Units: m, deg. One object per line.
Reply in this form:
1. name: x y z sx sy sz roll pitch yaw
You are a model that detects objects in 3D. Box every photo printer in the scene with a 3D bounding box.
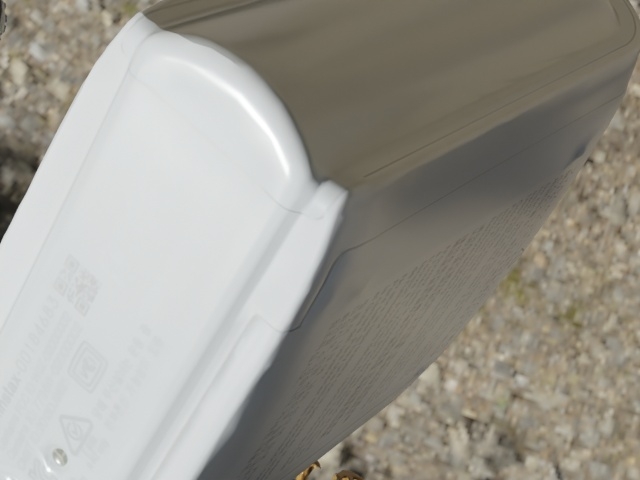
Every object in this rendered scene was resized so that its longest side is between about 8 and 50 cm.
1. photo printer: 0.000 0.000 0.590 0.107 0.307 0.256 41 124 14

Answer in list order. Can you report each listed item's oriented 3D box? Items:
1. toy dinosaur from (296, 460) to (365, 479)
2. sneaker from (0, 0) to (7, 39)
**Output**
1. toy dinosaur: -0.010 0.236 1.232 0.064 0.211 0.112 14 102 -11
2. sneaker: -0.327 -0.173 1.297 0.052 0.058 0.135 38 110 7
